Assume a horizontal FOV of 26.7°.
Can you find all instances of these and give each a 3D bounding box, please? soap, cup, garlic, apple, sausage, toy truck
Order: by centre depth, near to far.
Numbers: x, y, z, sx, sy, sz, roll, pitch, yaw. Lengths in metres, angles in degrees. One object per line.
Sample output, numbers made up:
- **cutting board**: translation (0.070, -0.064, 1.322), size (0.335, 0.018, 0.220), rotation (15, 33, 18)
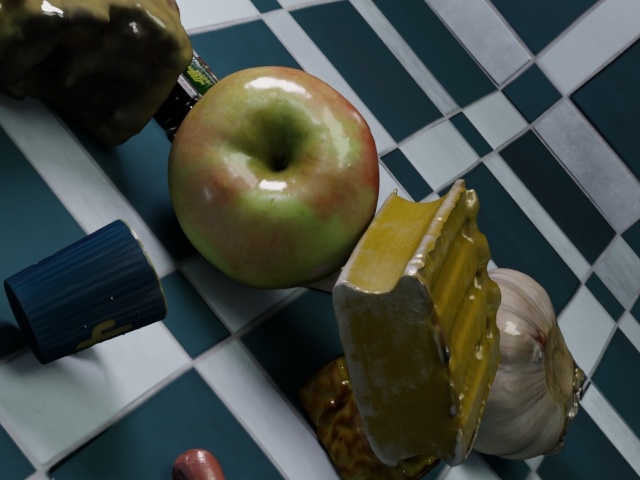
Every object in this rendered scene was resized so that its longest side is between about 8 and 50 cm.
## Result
- **cup**: translation (-0.279, 0.074, 1.585), size (0.155, 0.176, 0.131), rotation (-24, 67, -21)
- **sausage**: translation (-0.143, 0.293, 1.607), size (0.054, 0.059, 0.094), rotation (3, 53, -49)
- **soap**: translation (0.148, 0.111, 1.878), size (0.335, 0.156, 0.293), rotation (-58, 139, -60)
- **apple**: translation (-0.064, -0.086, 1.970), size (0.319, 0.319, 0.277), rotation (52, -6, 6)
- **toy truck**: translation (-0.220, -0.229, 2.166), size (0.259, 0.088, 0.121), rotation (50, 27, -2)
- **garlic**: translation (0.300, 0.208, 2.221), size (0.322, 0.241, 0.322), rotation (53, 16, -23)

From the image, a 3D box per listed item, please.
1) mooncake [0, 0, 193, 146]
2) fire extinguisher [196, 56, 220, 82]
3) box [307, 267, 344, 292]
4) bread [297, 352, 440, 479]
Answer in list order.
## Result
- **mooncake**: translation (-0.380, -0.285, 1.821), size (0.393, 0.246, 0.394), rotation (37, 24, -12)
- **fire extinguisher**: translation (-0.173, -0.242, 2.307), size (0.158, 0.043, 0.064), rotation (51, -17, 2)
- **box**: translation (0.000, 0.000, 2.229), size (0.260, 0.062, 0.175), rotation (17, 40, -49)
- **bread**: translation (0.073, 0.262, 1.954), size (0.222, 0.096, 0.181), rotation (56, 24, 15)
